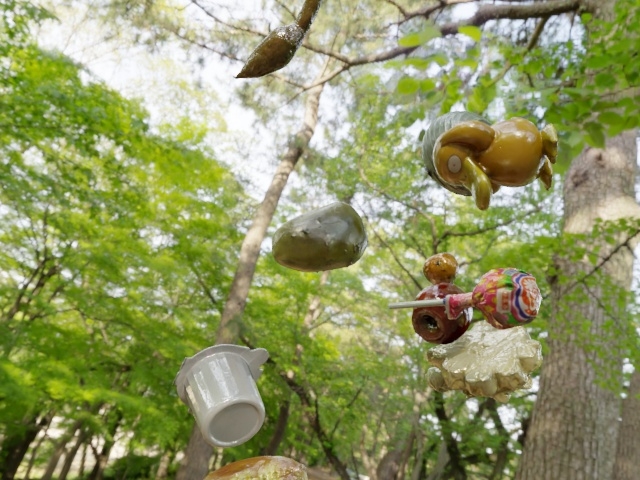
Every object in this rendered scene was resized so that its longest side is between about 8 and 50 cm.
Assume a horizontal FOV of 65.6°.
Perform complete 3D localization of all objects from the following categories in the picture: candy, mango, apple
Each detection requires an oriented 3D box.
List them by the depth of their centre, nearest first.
[{"bbox_3d":[0.283,0.130,1.056,0.124,0.124,0.366,33,-29,-32],"label":"candy"},{"bbox_3d":[0.330,0.186,1.318,0.156,0.158,0.147,53,-43,9],"label":"apple"},{"bbox_3d":[0.357,0.098,1.474,0.105,0.084,0.159,0,-35,14],"label":"mango"}]

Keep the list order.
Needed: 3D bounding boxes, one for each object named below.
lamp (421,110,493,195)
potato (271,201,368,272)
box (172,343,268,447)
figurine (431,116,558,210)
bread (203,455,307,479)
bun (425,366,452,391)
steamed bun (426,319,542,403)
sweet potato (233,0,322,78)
[{"bbox_3d":[0.421,-0.251,1.469,0.266,0.233,0.233,29,-25,-11],"label":"lamp"},{"bbox_3d":[0.000,0.000,1.493,0.308,0.210,0.173,-14,-20,-16],"label":"potato"},{"bbox_3d":[-0.252,0.457,1.443,0.206,0.292,0.262,46,-26,54],"label":"box"},{"bbox_3d":[0.368,-0.175,1.057,0.228,0.215,0.215,-25,-30,1],"label":"figurine"},{"bbox_3d":[-0.145,0.565,1.105,0.250,0.133,0.179,-13,-4,29],"label":"bread"},{"bbox_3d":[0.368,0.412,1.468,0.115,0.069,0.115,-1,-23,0],"label":"bun"},{"bbox_3d":[0.448,0.334,1.351,0.296,0.292,0.137,-15,-71,18],"label":"steamed bun"},{"bbox_3d":[-0.074,-0.428,1.065,0.075,0.269,0.075,45,8,-8],"label":"sweet potato"}]
